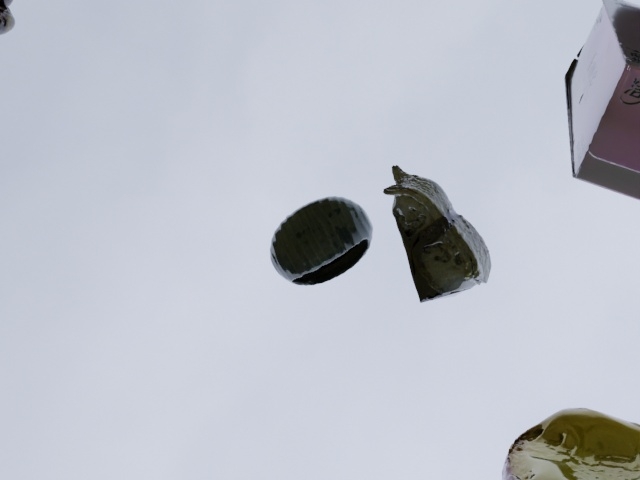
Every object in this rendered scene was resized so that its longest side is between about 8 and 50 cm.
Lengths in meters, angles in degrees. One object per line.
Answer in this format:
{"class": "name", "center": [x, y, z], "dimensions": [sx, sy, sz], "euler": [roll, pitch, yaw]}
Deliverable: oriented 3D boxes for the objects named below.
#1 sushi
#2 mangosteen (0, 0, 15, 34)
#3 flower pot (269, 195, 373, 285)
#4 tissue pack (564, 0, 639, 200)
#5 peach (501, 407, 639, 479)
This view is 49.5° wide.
{"class": "sushi", "center": [0.220, -0.029, 1.278], "dimensions": [0.109, 0.134, 0.273], "euler": [-22, -95, 44]}
{"class": "mangosteen", "center": [-0.555, -0.366, 1.034], "dimensions": [0.215, 0.215, 0.257], "euler": [23, -128, 36]}
{"class": "flower pot", "center": [0.000, 0.000, 1.569], "dimensions": [0.243, 0.189, 0.157], "euler": [-32, -110, 5]}
{"class": "tissue pack", "center": [0.289, -0.114, 0.564], "dimensions": [0.148, 0.093, 0.246], "euler": [20, -147, 6]}
{"class": "peach", "center": [0.456, 0.442, 1.134], "dimensions": [0.306, 0.380, 0.243], "euler": [-4, -75, 27]}
